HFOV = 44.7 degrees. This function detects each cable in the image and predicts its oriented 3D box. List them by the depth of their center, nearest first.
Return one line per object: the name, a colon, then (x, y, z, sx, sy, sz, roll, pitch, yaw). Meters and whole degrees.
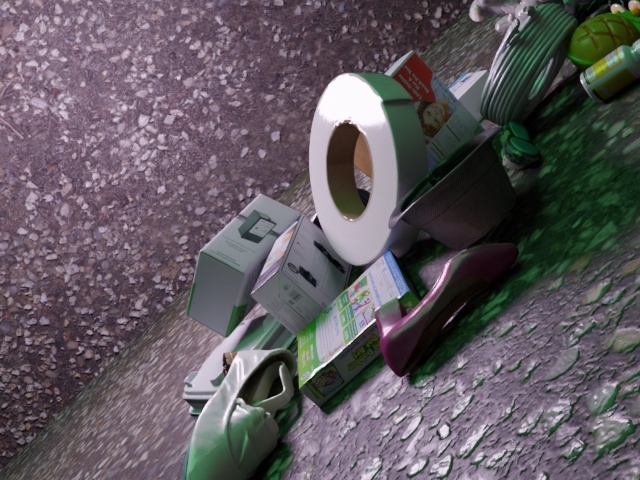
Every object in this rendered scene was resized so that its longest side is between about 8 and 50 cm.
cable: (0.413, -0.342, 1.538, 0.257, 0.089, 0.257, -35, -27, -48)
cable: (0.618, -0.500, 1.748, 0.150, 0.047, 0.184, -44, 14, 28)

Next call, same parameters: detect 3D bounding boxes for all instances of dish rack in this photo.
dish rack: (-0.191, 0.267, 1.768, 0.285, 0.072, 0.333, -51, 13, -25)

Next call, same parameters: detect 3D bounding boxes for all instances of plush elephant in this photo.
plush elephant: (0.488, -0.578, 1.843, 0.255, 0.330, 0.272, -55, -19, -45)

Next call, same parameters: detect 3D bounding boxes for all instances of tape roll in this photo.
tape roll: (0.087, -0.143, 1.572, 0.072, 0.392, 0.392, -7, -4, -24)

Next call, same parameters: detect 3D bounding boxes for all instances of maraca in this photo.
maraca: (0.535, -0.374, 1.441, 0.186, 0.099, 0.127, -39, 51, -21)

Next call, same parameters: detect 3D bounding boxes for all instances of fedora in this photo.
fedora: (0.233, -0.067, 1.275, 0.244, 0.124, 0.275, -43, 3, -2)

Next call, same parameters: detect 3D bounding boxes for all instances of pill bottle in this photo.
pill bottle: (0.512, -0.293, 1.334, 0.116, 0.065, 0.065, -35, 16, 37)

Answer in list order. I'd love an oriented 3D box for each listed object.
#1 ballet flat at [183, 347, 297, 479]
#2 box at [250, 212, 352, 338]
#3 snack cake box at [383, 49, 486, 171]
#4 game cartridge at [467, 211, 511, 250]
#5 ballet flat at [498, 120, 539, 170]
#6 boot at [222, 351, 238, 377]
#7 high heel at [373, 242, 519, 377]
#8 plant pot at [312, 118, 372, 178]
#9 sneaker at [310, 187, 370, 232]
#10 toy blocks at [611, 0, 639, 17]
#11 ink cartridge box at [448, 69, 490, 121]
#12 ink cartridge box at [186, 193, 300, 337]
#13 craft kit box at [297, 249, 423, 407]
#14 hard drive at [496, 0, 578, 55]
ballet flat: (-0.121, 0.300, 1.334, 0.139, 0.139, 0.400, -39, 12, 22)
box: (-0.030, 0.076, 1.647, 0.087, 0.169, 0.290, -42, 14, 24)
snack cake box: (0.224, -0.253, 1.668, 0.152, 0.264, 0.089, -49, 13, -23)
game cartridge: (0.278, -0.014, 1.291, 0.083, 0.017, 0.056, -50, 17, -24)
ballet flat: (0.362, -0.163, 1.437, 0.070, 0.070, 0.188, -39, 11, 24)
boot: (-0.142, 0.283, 1.555, 0.158, 0.085, 0.059, -111, 28, -47)
high heel: (0.191, 0.099, 1.124, 0.244, 0.082, 0.117, -28, 48, 11)
plant pot: (0.115, -0.305, 2.079, 0.237, 0.254, 0.237, -62, 5, 9)
sneaker: (0.000, 0.000, 1.894, 0.330, 0.122, 0.146, -47, 9, 2)
toy blocks: (0.567, -0.404, 1.551, 0.148, 0.054, 0.123, -45, 13, 1)
ink cartridge box: (0.367, -0.351, 1.966, 0.139, 0.082, 0.190, -45, 10, 0)
ink cartridge box: (-0.177, 0.054, 1.833, 0.289, 0.121, 0.211, -50, -17, -51)
craft kit box: (0.064, 0.146, 1.371, 0.247, 0.061, 0.250, -40, 13, 8)
hard drive: (0.624, -0.641, 2.169, 0.233, 0.047, 0.353, -34, 15, 40)
